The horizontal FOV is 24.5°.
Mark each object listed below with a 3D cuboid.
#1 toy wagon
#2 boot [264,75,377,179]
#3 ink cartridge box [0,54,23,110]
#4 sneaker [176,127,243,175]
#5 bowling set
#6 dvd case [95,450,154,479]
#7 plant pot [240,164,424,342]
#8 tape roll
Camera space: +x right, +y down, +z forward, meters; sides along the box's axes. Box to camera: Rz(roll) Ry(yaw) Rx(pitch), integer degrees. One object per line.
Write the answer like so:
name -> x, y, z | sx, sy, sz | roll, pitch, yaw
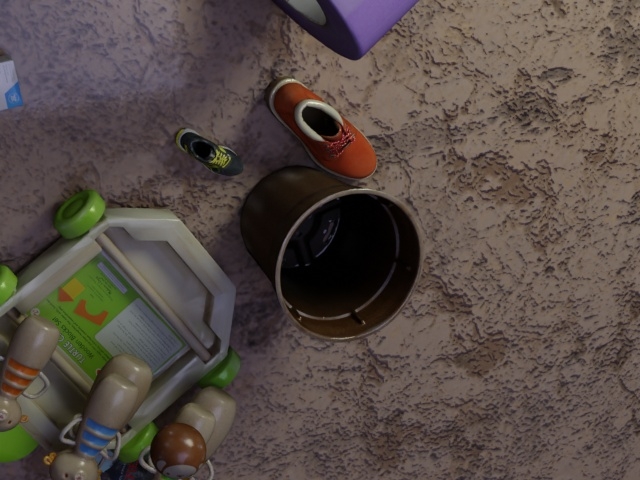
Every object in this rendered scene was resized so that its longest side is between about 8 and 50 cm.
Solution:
toy wagon -> -0.256, 0.119, 1.556 | 0.344, 0.068, 0.267 | -41, 120, -5
boot -> 0.013, -0.109, 1.583 | 0.158, 0.084, 0.059 | 38, 89, -32
ink cartridge box -> -0.338, -0.147, 1.441 | 0.083, 0.028, 0.048 | -17, 114, -18
sneaker -> -0.115, -0.088, 1.560 | 0.083, 0.035, 0.031 | 26, 97, -30
bowling set -> -0.203, 0.211, 1.467 | 0.287, 0.200, 0.154 | 26, 99, -25
dvd case -> -0.216, 0.268, 1.659 | 0.119, 0.013, 0.087 | 13, 103, -27
plant pot -> 0.000, 0.000, 1.570 | 0.167, 0.165, 0.167 | -9, 113, -21
tape roll -> -0.029, -0.297, 1.383 | 0.090, 0.275, 0.275 | -44, 120, -4
